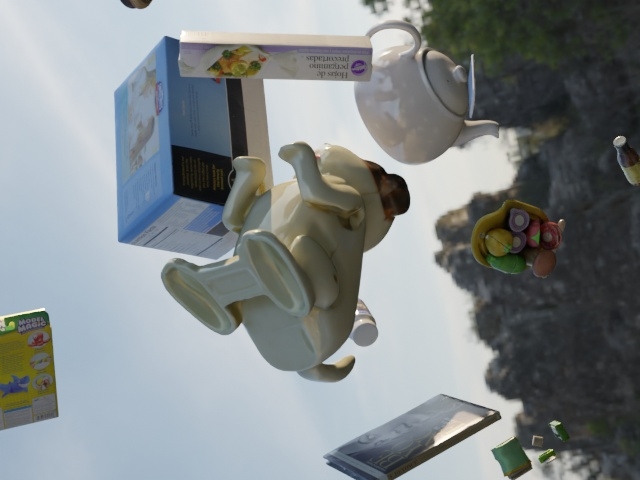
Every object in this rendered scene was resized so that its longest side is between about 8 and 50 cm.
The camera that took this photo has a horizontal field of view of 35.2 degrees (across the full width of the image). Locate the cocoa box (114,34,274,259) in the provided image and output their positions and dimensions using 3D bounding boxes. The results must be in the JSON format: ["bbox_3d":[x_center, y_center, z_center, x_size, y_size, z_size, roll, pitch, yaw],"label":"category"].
[{"bbox_3d":[-0.250,-0.172,1.947,0.227,0.231,0.347,11,-120,-35],"label":"cocoa box"}]

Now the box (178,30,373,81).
[{"bbox_3d":[-0.075,-0.309,1.693,0.067,0.323,0.063,-99,11,-58],"label":"box"}]

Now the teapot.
[{"bbox_3d":[0.195,-0.283,1.937,0.256,0.187,0.253,-8,-108,-55],"label":"teapot"}]

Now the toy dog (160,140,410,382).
[{"bbox_3d":[0.000,0.000,1.741,0.395,0.284,0.408,45,-132,-15],"label":"toy dog"}]

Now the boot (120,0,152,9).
[{"bbox_3d":[-0.368,-0.424,1.563,0.090,0.206,0.249,21,-134,-61],"label":"boot"}]

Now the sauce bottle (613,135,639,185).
[{"bbox_3d":[0.615,-0.160,2.006,0.128,0.042,0.042,49,-151,-42],"label":"sauce bottle"}]

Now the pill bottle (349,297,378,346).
[{"bbox_3d":[0.091,0.199,2.454,0.137,0.078,0.078,-123,13,-63],"label":"pill bottle"}]

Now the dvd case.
[{"bbox_3d":[0.131,0.288,1.474,0.164,0.221,0.018,3,115,66],"label":"dvd case"}]

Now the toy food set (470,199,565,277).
[{"bbox_3d":[0.366,0.009,1.766,0.071,0.217,0.128,39,111,52],"label":"toy food set"}]

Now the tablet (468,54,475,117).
[{"bbox_3d":[0.222,-0.226,1.474,0.054,0.006,0.083,89,-175,-50],"label":"tablet"}]

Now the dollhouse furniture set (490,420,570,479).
[{"bbox_3d":[0.429,0.424,2.045,0.076,0.151,0.058,60,179,3],"label":"dollhouse furniture set"}]

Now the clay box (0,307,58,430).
[{"bbox_3d":[-0.472,0.190,1.534,0.053,0.127,0.222,-127,35,-47],"label":"clay box"}]
